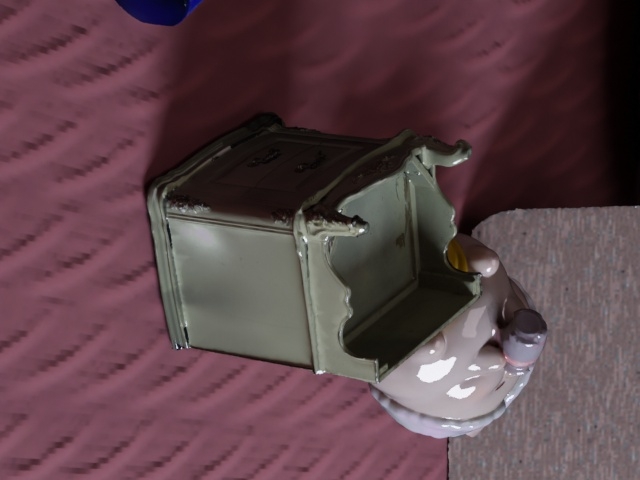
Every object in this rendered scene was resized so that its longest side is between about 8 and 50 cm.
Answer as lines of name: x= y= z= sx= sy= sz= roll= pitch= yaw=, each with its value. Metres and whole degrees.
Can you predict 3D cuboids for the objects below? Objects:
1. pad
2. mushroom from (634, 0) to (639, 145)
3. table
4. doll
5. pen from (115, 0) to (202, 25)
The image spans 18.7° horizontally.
pad: x=0.141 y=0.114 z=0.867 sx=0.002 sy=0.176 sz=0.266 roll=-135 pitch=-136 yaw=-73
mushroom: x=0.303 y=-0.111 z=0.993 sx=0.345 sy=0.239 sz=0.345 roll=21 pitch=62 yaw=-45
table: x=0.000 y=0.000 z=0.657 sx=0.079 sy=0.083 sz=0.062 roll=-36 pitch=127 yaw=-48
doll: x=0.056 y=0.037 z=0.755 sx=0.127 sy=0.084 sz=0.073 roll=47 pitch=58 yaw=-42
pen: x=0.010 y=-0.154 z=0.690 sx=0.269 sy=0.033 sz=0.033 roll=-50 pitch=136 yaw=-42
